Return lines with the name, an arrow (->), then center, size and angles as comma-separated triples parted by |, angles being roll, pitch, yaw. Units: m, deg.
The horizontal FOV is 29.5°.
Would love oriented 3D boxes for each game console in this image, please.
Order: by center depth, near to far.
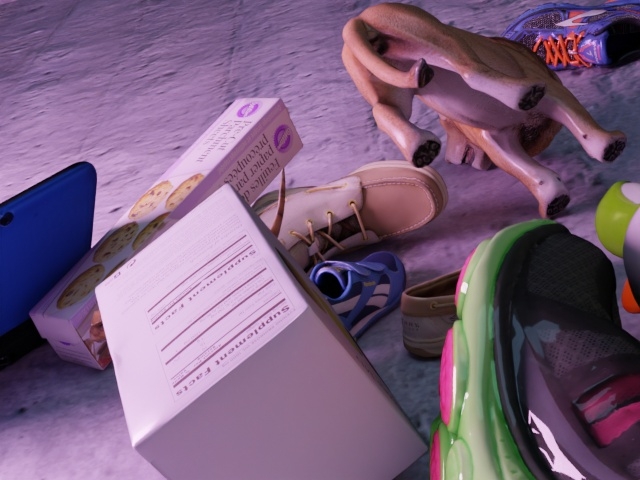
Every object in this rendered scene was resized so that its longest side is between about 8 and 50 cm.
game console -> -0.356, 0.051, 1.077 | 0.250, 0.173, 0.293 | 8, 31, 41

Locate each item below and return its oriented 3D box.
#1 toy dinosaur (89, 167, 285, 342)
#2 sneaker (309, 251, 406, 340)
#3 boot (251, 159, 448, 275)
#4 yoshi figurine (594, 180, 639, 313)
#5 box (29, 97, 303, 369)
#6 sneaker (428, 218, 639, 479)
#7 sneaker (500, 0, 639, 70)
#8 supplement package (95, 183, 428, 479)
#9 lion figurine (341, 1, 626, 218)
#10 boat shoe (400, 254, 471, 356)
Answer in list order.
toy dinosaur -> -0.084, 0.044, 1.002 | 0.212, 0.112, 0.064 | -32, 30, -19
sneaker -> 0.027, 0.039, 1.021 | 0.053, 0.059, 0.144 | -1, 26, 33
boot -> 0.000, 0.000, 1.102 | 0.213, 0.077, 0.165 | -10, 22, 28
yoshi figurine -> 0.286, -0.015, 0.708 | 0.203, 0.203, 0.362 | -34, 22, -6
box -> -0.137, -0.015, 1.140 | 0.067, 0.063, 0.324 | 8, 46, 41
sneaker -> 0.162, 0.143, 0.620 | 0.202, 0.185, 0.482 | 4, 28, -1
sneaker -> 0.318, -0.243, 1.465 | 0.221, 0.083, 0.087 | -14, 31, 10
supplement package -> -0.050, 0.083, 0.828 | 0.134, 0.139, 0.244 | -39, 26, 1
lion figurine -> 0.123, -0.144, 1.107 | 0.142, 0.392, 0.240 | -48, 55, 11
boat shoe -> 0.138, 0.034, 0.966 | 0.170, 0.059, 0.063 | -25, 25, -22
